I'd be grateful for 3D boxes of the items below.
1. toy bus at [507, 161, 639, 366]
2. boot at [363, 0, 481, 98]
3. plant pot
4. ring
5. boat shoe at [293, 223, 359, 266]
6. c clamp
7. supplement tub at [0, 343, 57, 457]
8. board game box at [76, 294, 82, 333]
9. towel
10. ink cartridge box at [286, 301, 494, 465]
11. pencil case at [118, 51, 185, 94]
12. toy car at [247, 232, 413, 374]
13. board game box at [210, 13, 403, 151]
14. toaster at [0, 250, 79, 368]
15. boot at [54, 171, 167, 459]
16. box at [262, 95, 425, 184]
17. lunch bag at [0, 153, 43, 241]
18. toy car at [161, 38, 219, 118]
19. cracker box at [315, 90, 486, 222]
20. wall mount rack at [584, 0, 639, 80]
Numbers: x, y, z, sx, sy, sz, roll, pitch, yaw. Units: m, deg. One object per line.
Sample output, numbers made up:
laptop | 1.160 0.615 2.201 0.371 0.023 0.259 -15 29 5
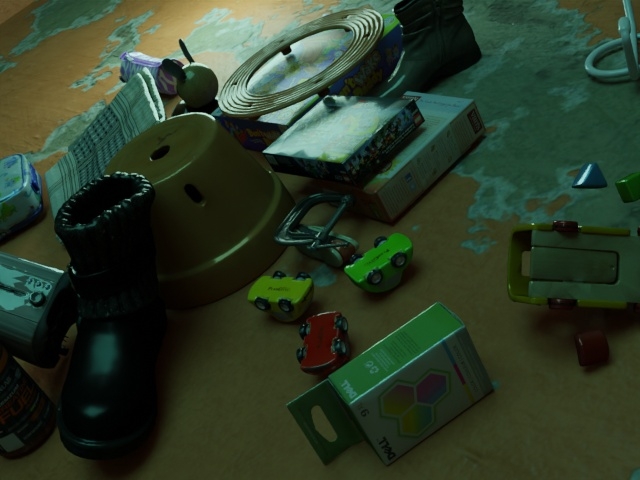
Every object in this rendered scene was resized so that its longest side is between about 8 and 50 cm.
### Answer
toy bus | 0.312 0.030 1.059 0.191 0.202 0.104 -41 4 -6
boot | 0.155 -0.340 1.618 0.246 0.161 0.083 -32 33 -6
plant pot | -0.209 -0.063 1.476 0.291 0.203 0.291 -19 35 14
ring | -0.034 -0.316 1.683 0.337 0.032 0.336 -22 31 14
boat shoe | 0.000 0.000 1.381 0.043 0.049 0.137 -40 38 -22
c clamp | 0.004 -0.027 1.362 0.137 0.022 0.160 -6 32 26
supplement tub | -0.465 0.208 1.304 0.106 0.198 0.106 -19 36 14
board game box | -0.369 0.063 1.531 0.126 0.026 0.186 -57 31 13
towel | -0.428 -0.180 1.833 0.312 0.056 0.324 -47 32 12
ink cartridge box | 0.080 0.174 1.036 0.209 0.109 0.062 -33 33 -7
pencil case | -0.386 -0.389 2.140 0.086 0.088 0.206 -46 38 -21
toy car | 0.035 0.073 1.254 0.225 0.053 0.239 -34 35 -9
board game box | -0.008 -0.301 1.758 0.233 0.078 0.347 15 52 46
toaster | -0.444 0.103 1.375 0.146 0.227 0.129 21 68 -1
boot | -0.288 0.091 1.250 0.131 0.260 0.348 -1 35 -3
box | 0.031 -0.162 1.457 0.159 0.044 0.233 -43 29 -20
lunch bag | -0.664 -0.086 1.934 0.176 0.090 0.219 -31 34 -2
toy car | -0.253 -0.292 1.823 0.149 0.188 0.155 -10 37 25
cracker box | 0.124 -0.136 1.452 0.232 0.067 0.156 -43 34 -20
wall mount rack | 0.562 -0.374 1.399 0.350 0.130 0.304 -11 37 23
